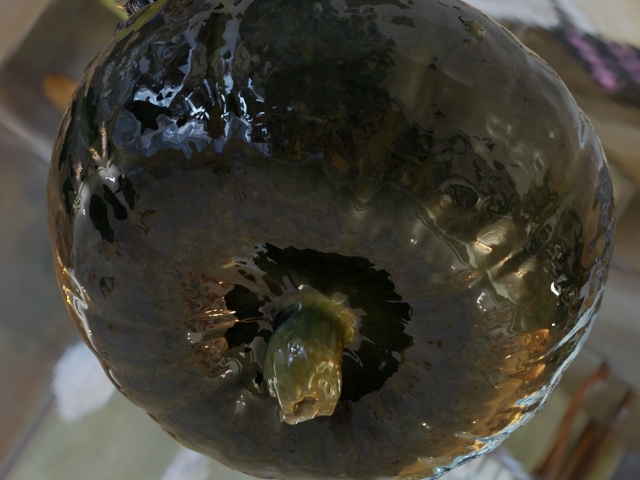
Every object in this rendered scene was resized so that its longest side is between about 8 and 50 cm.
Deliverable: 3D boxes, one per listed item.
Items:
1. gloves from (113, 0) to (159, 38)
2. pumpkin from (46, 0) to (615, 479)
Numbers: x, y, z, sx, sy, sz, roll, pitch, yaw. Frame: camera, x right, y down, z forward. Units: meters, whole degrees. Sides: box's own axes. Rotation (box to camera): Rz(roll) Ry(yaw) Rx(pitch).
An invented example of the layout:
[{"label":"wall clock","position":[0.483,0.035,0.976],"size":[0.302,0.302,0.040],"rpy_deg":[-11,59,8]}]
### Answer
[{"label":"gloves","position":[-0.143,-0.204,1.935],"size":[0.124,0.203,0.164],"rpy_deg":[-7,-171,34]},{"label":"pumpkin","position":[0.000,0.000,1.008],"size":[0.300,0.207,0.300],"rpy_deg":[7,129,9]}]
